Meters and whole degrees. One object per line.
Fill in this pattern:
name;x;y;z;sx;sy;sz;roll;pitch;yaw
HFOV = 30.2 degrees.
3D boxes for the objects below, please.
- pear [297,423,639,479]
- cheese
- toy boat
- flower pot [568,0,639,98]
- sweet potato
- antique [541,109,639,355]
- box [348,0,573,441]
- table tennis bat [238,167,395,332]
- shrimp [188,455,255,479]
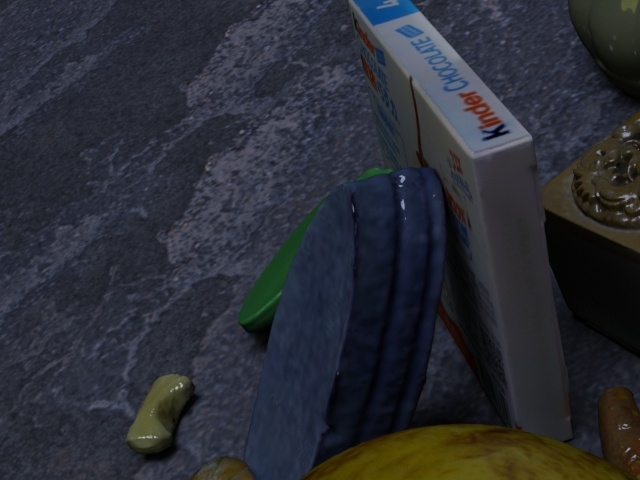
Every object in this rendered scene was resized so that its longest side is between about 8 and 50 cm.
pear;0.077;0.222;0.595;0.281;0.280;0.280;-18;37;14
cheese;-0.136;0.150;1.024;0.044;0.030;0.083;-16;31;27
toy boat;0.019;0.078;0.826;0.078;0.283;0.127;5;24;-24
flower pot;0.360;-0.294;1.063;0.307;0.244;0.307;-18;38;15
sweet potato;0.247;0.176;0.719;0.078;0.058;0.255;-21;35;-27
antique;0.260;-0.008;0.860;0.147;0.148;0.152;-37;34;-15
box;0.101;-0.024;0.883;0.048;0.265;0.273;-19;36;-4
table tennis bat;0.000;0.000;1.015;0.160;0.039;0.257;-59;10;-30
shrimp;-0.095;0.246;0.824;0.150;0.051;0.217;-34;32;47
